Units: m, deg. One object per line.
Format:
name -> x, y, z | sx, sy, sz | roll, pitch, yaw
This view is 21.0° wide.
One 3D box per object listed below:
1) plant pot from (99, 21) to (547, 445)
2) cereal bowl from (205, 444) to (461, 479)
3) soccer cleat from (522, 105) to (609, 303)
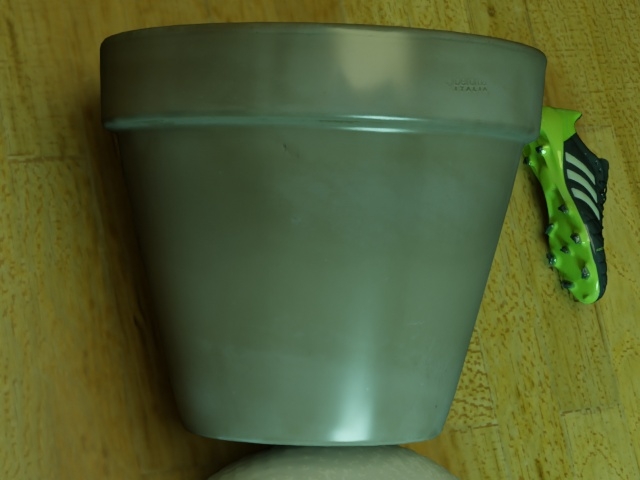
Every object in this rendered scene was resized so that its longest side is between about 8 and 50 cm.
plant pot -> 0.000, 0.000, 1.245 | 0.323, 0.323, 0.280 | 1, 89, -25
cereal bowl -> 0.041, 0.294, 1.204 | 0.339, 0.141, 0.339 | 15, 65, -34
soccer cleat -> 0.223, -0.034, 1.482 | 0.072, 0.060, 0.178 | -7, 74, -29
